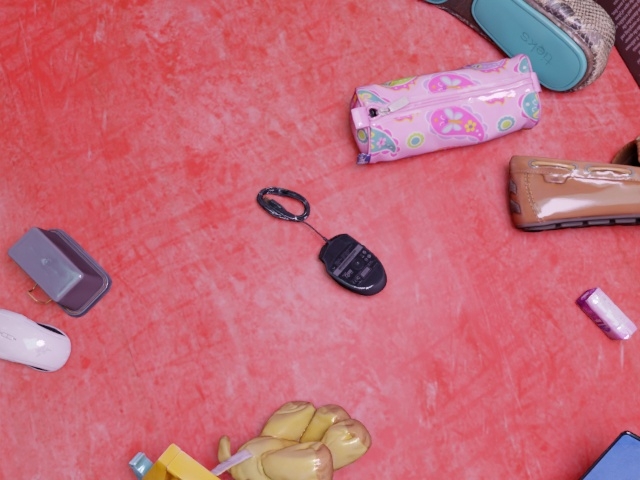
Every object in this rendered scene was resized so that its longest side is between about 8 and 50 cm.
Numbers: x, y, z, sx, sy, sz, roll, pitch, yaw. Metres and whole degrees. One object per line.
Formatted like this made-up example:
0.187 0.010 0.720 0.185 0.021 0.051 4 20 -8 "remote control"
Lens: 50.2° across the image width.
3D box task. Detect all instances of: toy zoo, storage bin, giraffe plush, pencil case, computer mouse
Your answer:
-0.130 0.369 0.879 0.293 0.192 0.030 33 48 10 "toy zoo"
-0.389 0.044 0.991 0.135 0.091 0.098 43 82 8 "storage bin"
-0.032 0.337 0.913 0.210 0.181 0.170 -18 103 -24 "giraffe plush"
0.182 -0.197 1.028 0.284 0.124 0.124 -11 79 -4 "pencil case"
0.000 0.000 1.035 0.242 0.041 0.071 41 73 14 "computer mouse"
-0.460 0.134 0.997 0.193 0.042 0.106 19 79 3 "computer mouse"

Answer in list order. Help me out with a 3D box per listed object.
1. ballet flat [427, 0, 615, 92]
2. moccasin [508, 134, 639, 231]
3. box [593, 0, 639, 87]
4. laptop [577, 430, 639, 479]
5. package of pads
0.256 -0.425 1.073 0.483 0.164 0.182 37 59 1 "ballet flat"
0.471 -0.094 1.013 0.380 0.139 0.146 -3 88 8 "moccasin"
0.527 -0.381 1.032 0.143 0.191 0.381 -23 81 -5 "box"
0.422 0.526 0.823 0.382 0.236 0.407 29 60 5 "laptop"
0.420 0.109 1.007 0.032 0.050 0.083 -41 83 -8 "package of pads"
